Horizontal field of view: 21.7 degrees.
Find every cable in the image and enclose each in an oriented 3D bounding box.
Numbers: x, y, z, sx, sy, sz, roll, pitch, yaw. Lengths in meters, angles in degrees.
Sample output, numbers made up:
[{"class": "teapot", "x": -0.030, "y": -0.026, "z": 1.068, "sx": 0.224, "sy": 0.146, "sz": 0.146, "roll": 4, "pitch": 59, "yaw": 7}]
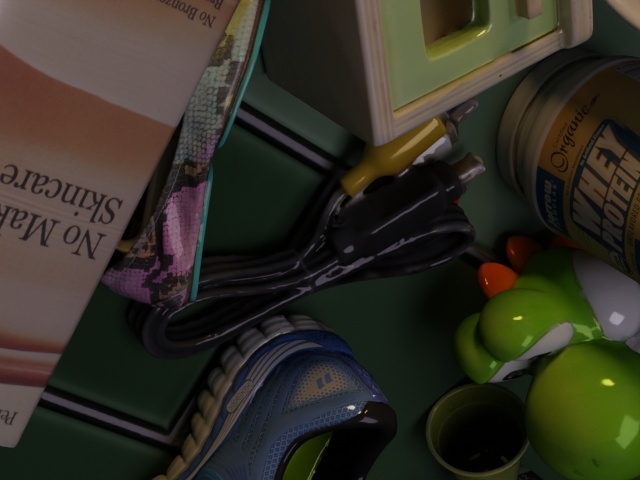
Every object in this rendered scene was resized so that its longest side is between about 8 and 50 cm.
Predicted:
[{"class": "cable", "x": 0.000, "y": 0.000, "z": 1.151, "sx": 0.287, "sy": 0.072, "sz": 0.139, "roll": -29, "pitch": 145, "yaw": -8}]

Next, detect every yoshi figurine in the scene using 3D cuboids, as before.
[{"class": "yoshi figurine", "x": 0.265, "y": 0.092, "z": 1.301, "sx": 0.362, "sy": 0.203, "sz": 0.204, "roll": -10, "pitch": 121, "yaw": -36}]

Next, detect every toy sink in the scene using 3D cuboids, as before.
[{"class": "toy sink", "x": 0.084, "y": -0.187, "z": 1.031, "sx": 0.234, "sy": 0.131, "sz": 0.153, "roll": -29, "pitch": 131, "yaw": -25}]

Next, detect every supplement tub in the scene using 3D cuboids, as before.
[{"class": "supplement tub", "x": 0.237, "y": -0.047, "z": 1.196, "sx": 0.144, "sy": 0.199, "sz": 0.144, "roll": -20, "pitch": 126, "yaw": -30}]

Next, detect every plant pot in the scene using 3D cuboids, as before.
[{"class": "plant pot", "x": 0.130, "y": 0.169, "z": 1.335, "sx": 0.083, "sy": 0.083, "sz": 0.079, "roll": -38, "pitch": 145, "yaw": -16}]

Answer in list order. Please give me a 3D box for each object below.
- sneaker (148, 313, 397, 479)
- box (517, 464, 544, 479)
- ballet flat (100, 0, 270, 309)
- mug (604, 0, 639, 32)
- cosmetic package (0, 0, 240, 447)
[{"class": "sneaker", "x": -0.060, "y": 0.218, "z": 1.148, "sx": 0.129, "sy": 0.147, "sz": 0.330, "roll": 22, "pitch": 101, "yaw": -45}, {"class": "box", "x": 0.145, "y": 0.293, "z": 1.340, "sx": 0.181, "sy": 0.182, "sz": 0.119, "roll": -13, "pitch": 123, "yaw": -34}, {"class": "ballet flat", "x": -0.092, "y": -0.062, "z": 1.013, "sx": 0.079, "sy": 0.077, "sz": 0.221, "roll": 10, "pitch": 111, "yaw": -16}, {"class": "mug", "x": 0.394, "y": -0.255, "z": 1.081, "sx": 0.328, "sy": 0.374, "sz": 0.276, "roll": -13, "pitch": 118, "yaw": -42}, {"class": "cosmetic package", "x": -0.183, "y": -0.054, "z": 0.890, "sx": 0.153, "sy": 0.129, "sz": 0.296, "roll": 16, "pitch": 104, "yaw": -46}]
